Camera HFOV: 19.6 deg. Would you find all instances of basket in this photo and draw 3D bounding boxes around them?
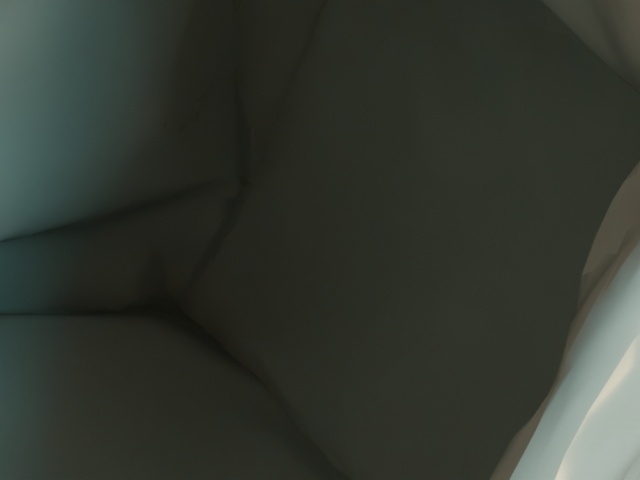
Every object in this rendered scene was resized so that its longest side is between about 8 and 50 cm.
[{"bbox_3d":[0.000,0.000,0.545,0.266,0.328,0.331,-3,125,-49],"label":"basket"}]
